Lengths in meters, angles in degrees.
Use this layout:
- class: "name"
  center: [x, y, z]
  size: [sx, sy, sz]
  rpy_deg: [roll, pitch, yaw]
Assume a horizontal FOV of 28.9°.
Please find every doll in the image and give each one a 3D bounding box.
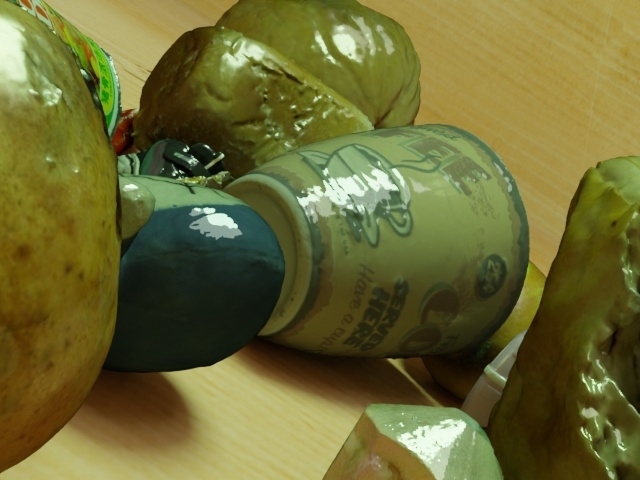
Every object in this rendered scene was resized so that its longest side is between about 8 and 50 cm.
- class: "doll"
  center: [-0.144, 0.008, 0.810]
  size: [0.258, 0.154, 0.228]
  rpy_deg: [6, -11, -41]

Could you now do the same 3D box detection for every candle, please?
- class: "candle"
  center: [-0.228, -0.110, 1.346]
  size: [0.051, 0.048, 0.329]
  rpy_deg: [23, 12, -2]

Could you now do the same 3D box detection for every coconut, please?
- class: "coconut"
  center: [0.063, 0.163, 0.798]
  size: [0.116, 0.122, 0.116]
  rpy_deg: [31, 11, -7]

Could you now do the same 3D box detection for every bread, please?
- class: "bread"
  center: [0.216, 0.144, 0.831]
  size: [0.191, 0.370, 0.314]
  rpy_deg: [1, 19, -9]
- class: "bread"
  center: [-0.075, -0.103, 1.357]
  size: [0.246, 0.176, 0.195]
  rpy_deg: [34, -13, -23]

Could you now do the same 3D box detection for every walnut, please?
- class: "walnut"
  center: [-0.016, -0.214, 1.737]
  size: [0.333, 0.333, 0.333]
  rpy_deg: [30, 12, -7]

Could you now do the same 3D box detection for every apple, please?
- class: "apple"
  center: [0.174, 0.088, 1.273]
  size: [0.146, 0.163, 0.147]
  rpy_deg: [-11, -2, 35]

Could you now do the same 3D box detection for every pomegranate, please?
- class: "pomegranate"
  center: [-0.215, -0.011, 0.550]
  size: [0.260, 0.260, 0.260]
  rpy_deg: [30, 12, -7]

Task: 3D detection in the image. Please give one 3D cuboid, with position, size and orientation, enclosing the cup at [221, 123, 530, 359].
- class: "cup"
  center: [0.000, 0.000, 1.163]
  size: [0.257, 0.227, 0.301]
  rpy_deg: [-1, 1, -45]

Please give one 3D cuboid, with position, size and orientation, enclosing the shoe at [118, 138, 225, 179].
- class: "shoe"
  center: [-0.139, -0.059, 1.213]
  size: [0.071, 0.099, 0.169]
  rpy_deg: [60, -7, -32]

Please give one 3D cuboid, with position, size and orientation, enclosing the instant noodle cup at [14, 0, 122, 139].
- class: "instant noodle cup"
  center: [-0.288, -0.139, 1.033]
  size: [0.207, 0.207, 0.232]
  rpy_deg: [36, 6, 21]

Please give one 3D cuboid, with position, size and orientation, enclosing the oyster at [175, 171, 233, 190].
- class: "oyster"
  center: [-0.143, -0.026, 1.087]
  size: [0.045, 0.146, 0.121]
  rpy_deg: [64, 16, 21]

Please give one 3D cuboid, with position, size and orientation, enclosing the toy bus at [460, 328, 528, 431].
- class: "toy bus"
  center: [0.233, 0.178, 1.101]
  size: [0.202, 0.142, 0.142]
  rpy_deg: [36, 12, 20]
